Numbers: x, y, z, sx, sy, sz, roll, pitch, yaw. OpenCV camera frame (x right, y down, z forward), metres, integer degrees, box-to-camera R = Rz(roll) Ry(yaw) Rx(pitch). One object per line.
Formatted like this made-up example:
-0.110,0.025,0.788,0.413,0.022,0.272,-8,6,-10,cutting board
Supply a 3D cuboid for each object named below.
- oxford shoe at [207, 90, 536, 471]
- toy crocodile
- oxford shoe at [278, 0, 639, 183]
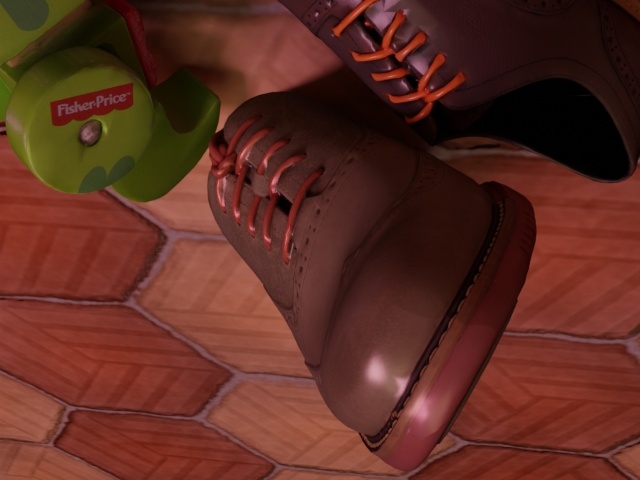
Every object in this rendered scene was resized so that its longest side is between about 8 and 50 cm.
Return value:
0.000,0.000,0.501,0.130,0.123,0.348,28,-175,-9,oxford shoe
-0.147,-0.129,0.489,0.115,0.105,0.340,38,166,41,toy crocodile
0.042,-0.102,0.459,0.271,0.098,0.097,17,152,-25,oxford shoe
